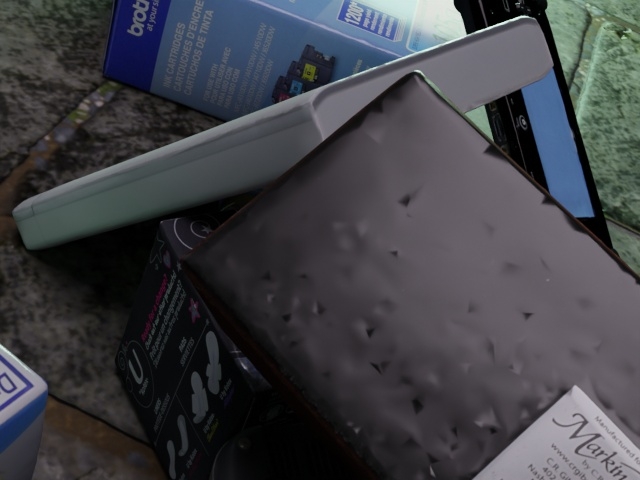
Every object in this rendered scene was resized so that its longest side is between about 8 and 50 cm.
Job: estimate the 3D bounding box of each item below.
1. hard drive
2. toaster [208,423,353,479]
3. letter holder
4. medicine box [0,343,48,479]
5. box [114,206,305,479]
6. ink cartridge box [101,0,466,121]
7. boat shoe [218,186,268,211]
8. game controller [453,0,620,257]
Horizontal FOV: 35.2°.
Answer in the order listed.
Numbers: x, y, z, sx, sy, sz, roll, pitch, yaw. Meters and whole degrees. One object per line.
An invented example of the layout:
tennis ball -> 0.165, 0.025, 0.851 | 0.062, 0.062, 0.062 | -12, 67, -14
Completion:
hard drive -> -0.041, -0.071, 0.734 | 0.233, 0.353, 0.047 | -27, 101, -42
toaster -> -0.004, 0.224, 0.561 | 0.129, 0.146, 0.227 | 2, 46, -23
letter holder -> 0.093, 0.101, 0.530 | 0.152, 0.214, 0.302 | -40, 73, -12
medicine box -> -0.344, 0.104, 0.526 | 0.289, 0.149, 0.263 | 37, 43, 13
box -> 0.003, 0.064, 0.719 | 0.247, 0.163, 0.142 | -13, 55, -35
ink cartridge box -> -0.046, -0.242, 1.032 | 0.395, 0.151, 0.270 | 19, 41, -4
boat shoe -> 0.000, 0.000, 0.867 | 0.183, 0.066, 0.066 | 9, 47, -2
game controller -> 0.204, -0.101, 0.941 | 0.166, 0.067, 0.319 | 1, 73, -64
